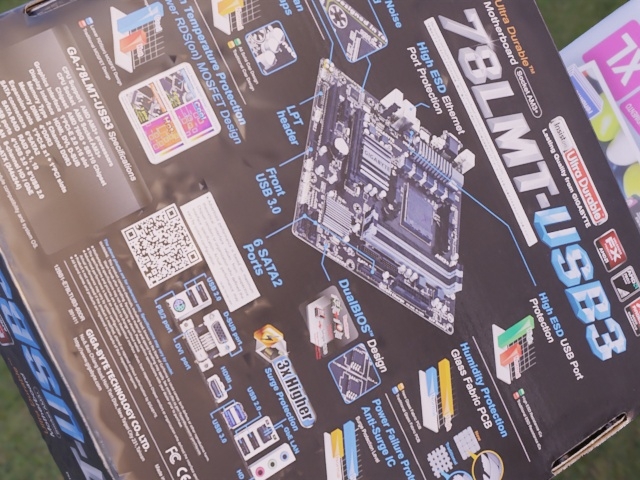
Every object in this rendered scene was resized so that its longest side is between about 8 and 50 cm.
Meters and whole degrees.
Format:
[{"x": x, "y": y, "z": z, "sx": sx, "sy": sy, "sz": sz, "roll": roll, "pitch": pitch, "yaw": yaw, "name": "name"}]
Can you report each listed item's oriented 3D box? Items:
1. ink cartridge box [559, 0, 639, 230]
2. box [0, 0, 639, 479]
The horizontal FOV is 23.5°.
[{"x": 0.136, "y": 0.005, "z": 1.011, "sx": 0.311, "sy": 0.185, "sz": 0.065, "roll": -36, "pitch": -8, "yaw": 7, "name": "ink cartridge box"}, {"x": 0.000, "y": 0.000, "z": 0.691, "sx": 0.293, "sy": 0.295, "sz": 0.073, "roll": -30, "pitch": 9, "yaw": -29, "name": "box"}]
